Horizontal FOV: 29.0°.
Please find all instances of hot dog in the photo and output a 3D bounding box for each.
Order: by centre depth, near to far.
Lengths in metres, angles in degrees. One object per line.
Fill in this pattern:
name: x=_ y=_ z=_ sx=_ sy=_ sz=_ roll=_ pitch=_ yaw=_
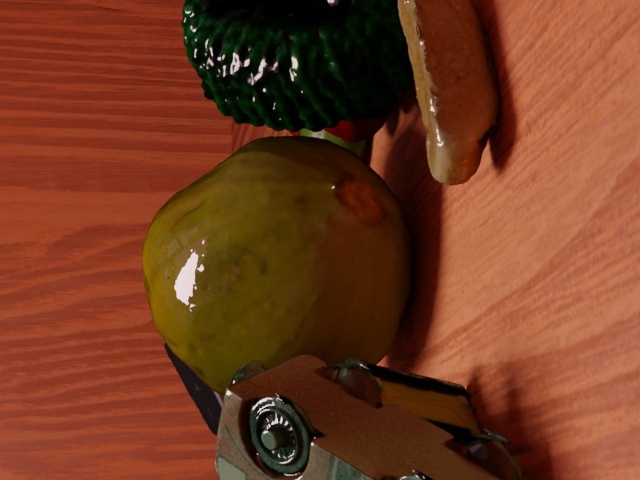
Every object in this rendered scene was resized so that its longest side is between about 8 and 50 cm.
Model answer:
hot dog: x=0.126 y=-0.167 z=1.200 sx=0.084 sy=0.073 sz=0.242 roll=99 pitch=165 yaw=-59

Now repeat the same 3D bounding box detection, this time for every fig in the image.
fig: x=-0.036 y=0.029 z=1.485 sx=0.343 sy=0.344 sz=0.343 roll=-179 pitch=90 yaw=-80

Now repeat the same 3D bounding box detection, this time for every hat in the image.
hat: x=-0.005 y=-0.210 z=1.506 sx=0.242 sy=0.274 sz=0.332 roll=-61 pitch=-22 yaw=-14

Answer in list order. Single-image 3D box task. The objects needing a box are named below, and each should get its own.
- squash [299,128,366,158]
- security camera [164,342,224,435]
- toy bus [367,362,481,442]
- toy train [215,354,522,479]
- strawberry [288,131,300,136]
squash: x=0.021 y=-0.175 z=1.733 sx=0.101 sy=0.102 sz=0.378 roll=-109 pitch=26 yaw=-63
security camera: x=-0.064 y=0.149 z=1.810 sx=0.277 sy=0.191 sz=0.197 roll=-29 pitch=89 yaw=46
toy bus: x=0.057 y=0.271 z=1.249 sx=0.150 sy=0.128 sz=0.262 roll=-111 pitch=40 yaw=-58
toy train: x=0.043 y=0.213 z=1.074 sx=0.326 sy=0.129 sz=0.159 roll=26 pitch=117 yaw=34
strawberry: x=-0.021 y=-0.194 z=2.096 sx=0.073 sy=0.073 sz=0.083 roll=105 pitch=150 yaw=-56
